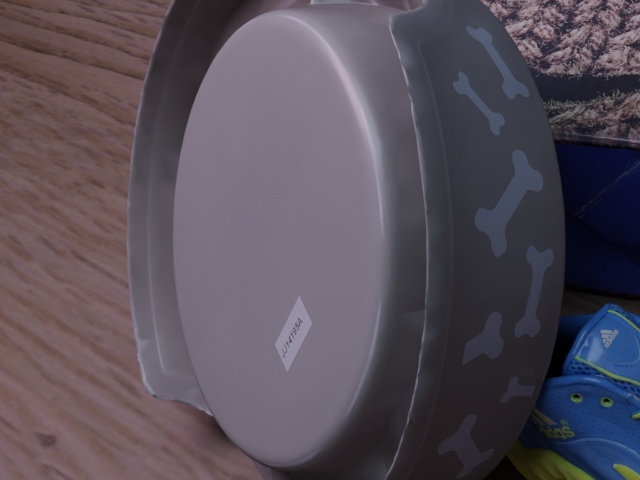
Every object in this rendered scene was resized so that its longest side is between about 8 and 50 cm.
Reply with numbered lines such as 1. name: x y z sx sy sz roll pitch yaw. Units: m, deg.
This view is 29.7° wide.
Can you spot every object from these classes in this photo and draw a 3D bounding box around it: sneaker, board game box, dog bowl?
1. sneaker: 0.172 0.106 0.592 0.240 0.126 0.091 19 59 43
2. board game box: 0.185 -0.122 0.818 0.232 0.141 0.291 9 52 37
3. dog bowl: 0.000 0.000 0.676 0.102 0.349 0.349 -1 28 -30
